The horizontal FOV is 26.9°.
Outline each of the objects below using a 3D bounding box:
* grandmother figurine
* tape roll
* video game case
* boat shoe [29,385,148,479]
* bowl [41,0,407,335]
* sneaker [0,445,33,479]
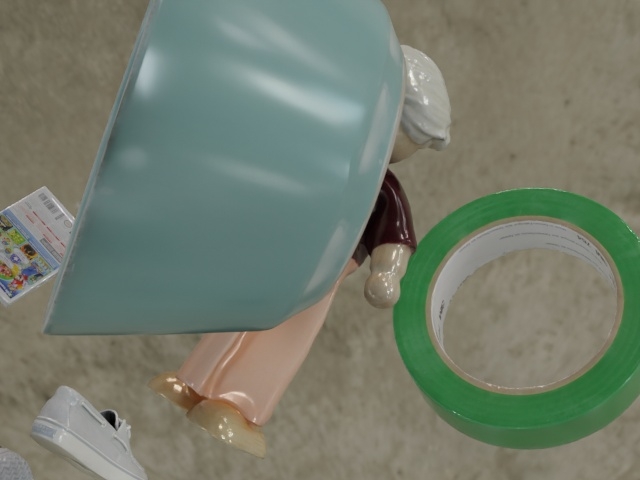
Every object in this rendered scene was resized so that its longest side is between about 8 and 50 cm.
[{"bbox_3d":[0.000,0.000,1.062,0.207,0.104,0.342,26,85,44],"label":"grandmother figurine"},{"bbox_3d":[0.250,0.091,1.628,0.321,0.077,0.321,-8,60,14],"label":"tape roll"},{"bbox_3d":[-0.297,0.005,1.352,0.087,0.011,0.122,47,51,8],"label":"video game case"},{"bbox_3d":[-0.210,0.190,1.273,0.066,0.184,0.063,13,68,34],"label":"boat shoe"},{"bbox_3d":[-0.053,-0.065,0.852,0.163,0.311,0.312,20,71,-11],"label":"bowl"},{"bbox_3d":[-0.352,0.264,1.213,0.153,0.269,0.101,33,31,23],"label":"sneaker"}]
